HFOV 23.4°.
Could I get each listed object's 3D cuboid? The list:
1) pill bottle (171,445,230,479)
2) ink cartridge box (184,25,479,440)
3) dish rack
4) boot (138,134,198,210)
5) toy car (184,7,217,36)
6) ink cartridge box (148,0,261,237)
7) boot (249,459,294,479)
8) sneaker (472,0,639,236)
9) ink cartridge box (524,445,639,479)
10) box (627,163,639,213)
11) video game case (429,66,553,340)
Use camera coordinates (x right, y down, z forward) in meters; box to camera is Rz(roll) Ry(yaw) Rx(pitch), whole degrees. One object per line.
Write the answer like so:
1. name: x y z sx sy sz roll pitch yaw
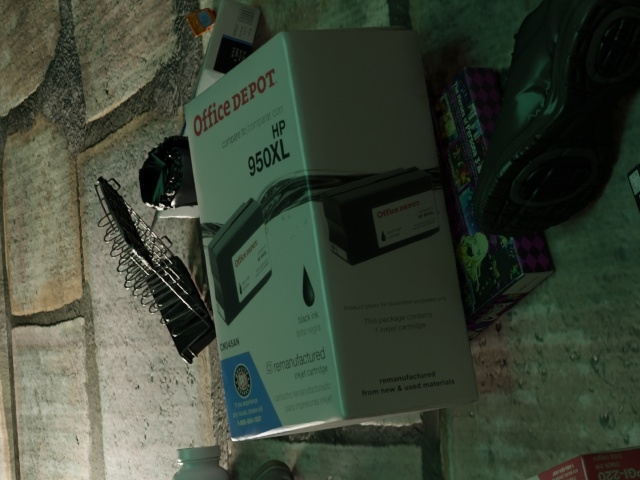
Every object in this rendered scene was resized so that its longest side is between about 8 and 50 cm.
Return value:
1. pill bottle: -0.174 0.384 2.270 0.087 0.087 0.160 162 104 -64
2. ink cartridge box: 0.000 0.000 1.647 0.285 0.166 0.395 -24 73 61
3. dish rack: -0.257 0.036 2.280 0.271 0.074 0.208 52 -177 -43
4. boot: -0.142 -0.081 2.018 0.246 0.207 0.094 162 104 -65
5. toy car: -0.156 -0.289 2.254 0.040 0.060 0.122 -26 82 17
6. ink cartridge box: -0.163 -0.160 2.160 0.165 0.065 0.333 -82 12 -45
7. boot: -0.074 0.400 1.993 0.190 0.076 0.208 -59 27 16
8. sneaker: 0.213 -0.130 1.394 0.286 0.109 0.130 -64 29 30
9. ink cartridge box: 0.249 0.304 1.346 0.158 0.092 0.218 137 125 -59
10. box: 0.291 -0.023 1.251 0.018 0.067 0.083 -50 49 54
11. video game case: 0.145 -0.028 1.596 0.210 0.041 0.232 130 132 -56
